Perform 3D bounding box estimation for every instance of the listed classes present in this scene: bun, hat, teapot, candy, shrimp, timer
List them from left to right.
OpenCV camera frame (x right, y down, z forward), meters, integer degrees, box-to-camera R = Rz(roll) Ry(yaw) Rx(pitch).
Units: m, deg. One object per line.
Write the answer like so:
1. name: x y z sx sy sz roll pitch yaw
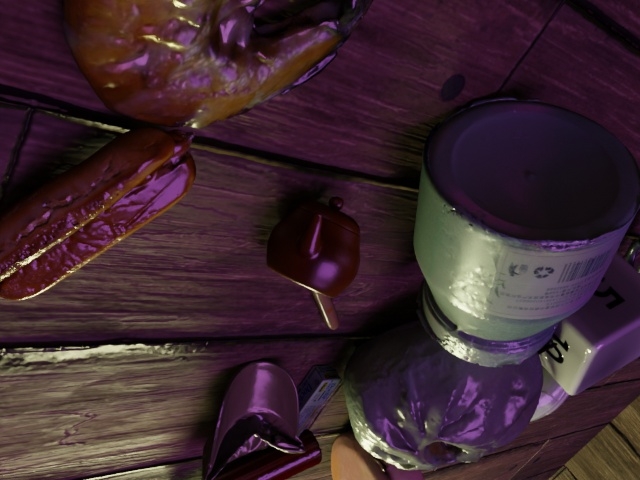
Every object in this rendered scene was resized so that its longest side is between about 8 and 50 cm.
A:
1. hat: -0.115 0.265 0.988 0.166 0.144 0.174 -5 90 -33
2. shrimp: -0.008 -0.256 0.474 0.272 0.085 0.445 7 129 -50
3. teapot: 0.000 0.000 0.751 0.116 0.116 0.173 -39 171 4
4. candy: 0.113 0.473 1.240 0.094 0.255 0.255 -13 138 -28
5. bun: 0.210 0.265 1.077 0.354 0.194 0.355 -8 141 -6
6. timer: 0.505 0.143 1.237 0.194 0.195 0.192 -24 142 -16

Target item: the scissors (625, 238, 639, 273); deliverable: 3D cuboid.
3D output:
1. scissors: 0.666 -0.028 1.223 0.029 0.256 0.384 6 123 6

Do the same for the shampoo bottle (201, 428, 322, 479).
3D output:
1. shampoo bottle: -0.128 0.410 1.118 0.260 0.064 0.102 -18 161 -23

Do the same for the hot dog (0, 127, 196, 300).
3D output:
1. hot dog: -0.206 -0.028 0.569 0.235 0.062 0.092 -32 149 2

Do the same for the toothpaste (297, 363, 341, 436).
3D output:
1. toothpaste: -0.026 0.275 1.082 0.046 0.034 0.164 5 127 -43

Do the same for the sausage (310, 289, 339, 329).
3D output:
1. sausage: 0.006 0.089 0.911 0.024 0.024 0.132 -30 144 -9

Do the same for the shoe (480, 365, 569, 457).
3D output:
1. shoe: 0.413 0.372 1.483 0.363 0.132 0.160 -42 139 14

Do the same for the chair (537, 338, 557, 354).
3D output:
1. chair: 0.383 0.224 1.206 0.084 0.213 0.101 -19 -178 -22

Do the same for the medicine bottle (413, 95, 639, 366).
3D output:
1. medicine bottle: 0.236 0.005 0.828 0.244 0.245 0.290 -23 144 -18
